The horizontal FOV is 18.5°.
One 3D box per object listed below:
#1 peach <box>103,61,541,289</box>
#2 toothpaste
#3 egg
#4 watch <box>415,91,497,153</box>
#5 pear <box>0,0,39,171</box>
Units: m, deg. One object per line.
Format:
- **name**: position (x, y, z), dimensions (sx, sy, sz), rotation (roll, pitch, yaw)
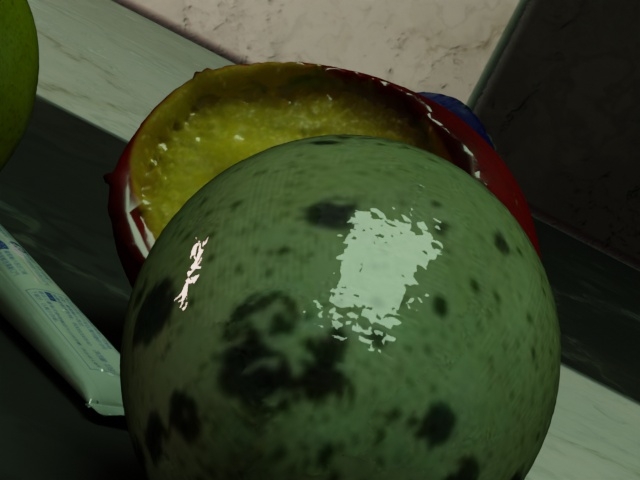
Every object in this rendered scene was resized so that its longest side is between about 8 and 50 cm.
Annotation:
- **peach**: position (0.000, 0.000, 1.031), dimensions (0.226, 0.190, 0.196), rotation (31, 16, -25)
- **toothpaste**: position (-0.142, 0.029, 0.954), dimensions (0.052, 0.033, 0.218), rotation (14, 18, -43)
- **egg**: position (0.006, 0.052, 0.776), dimensions (0.177, 0.177, 0.228), rotation (27, 20, -1)
- **watch**: position (0.042, -0.023, 1.497), dimensions (0.196, 0.171, 0.200), rotation (33, 25, 29)
- **pear**: position (-0.238, -0.084, 0.959), dimensions (0.180, 0.166, 0.216), rotation (9, -10, -29)
